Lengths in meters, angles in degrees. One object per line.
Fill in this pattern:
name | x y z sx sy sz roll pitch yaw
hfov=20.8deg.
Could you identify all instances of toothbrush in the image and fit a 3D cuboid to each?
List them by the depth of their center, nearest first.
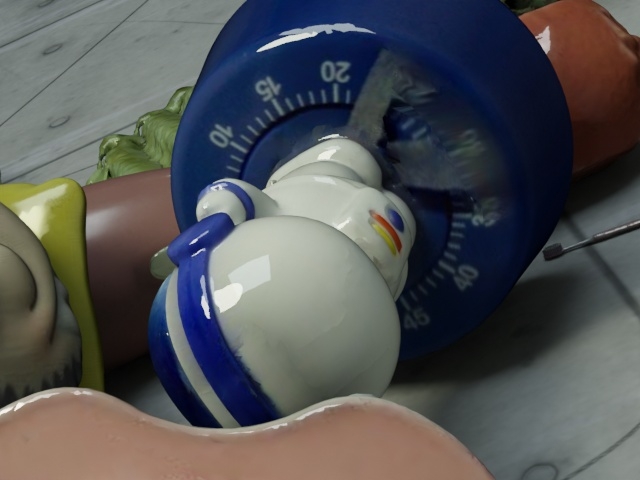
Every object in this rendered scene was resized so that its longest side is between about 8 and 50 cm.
toothbrush | 0.205 -0.006 1.250 0.097 0.008 0.006 -19 40 11

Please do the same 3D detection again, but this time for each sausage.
sausage | 0.137 -0.091 1.326 0.254 0.148 0.148 -28 25 6

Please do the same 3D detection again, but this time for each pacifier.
pacifier | -0.054 0.194 0.858 0.332 0.220 0.273 1 27 1

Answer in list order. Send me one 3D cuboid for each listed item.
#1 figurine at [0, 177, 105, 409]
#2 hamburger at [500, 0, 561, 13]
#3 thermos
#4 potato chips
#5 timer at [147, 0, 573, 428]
figurine | -0.366 0.095 1.143 0.361 0.266 0.377 -24 -13 29
hamburger | 0.230 -0.338 1.677 0.288 0.168 0.192 -34 28 -17
thermos | -0.114 0.008 1.360 0.265 0.146 0.176 -20 9 -10
potato chips | -0.063 -0.139 1.611 0.358 0.070 0.429 -33 10 -4
timer | 0.000 0.000 1.064 0.270 0.270 0.383 -15 19 21
